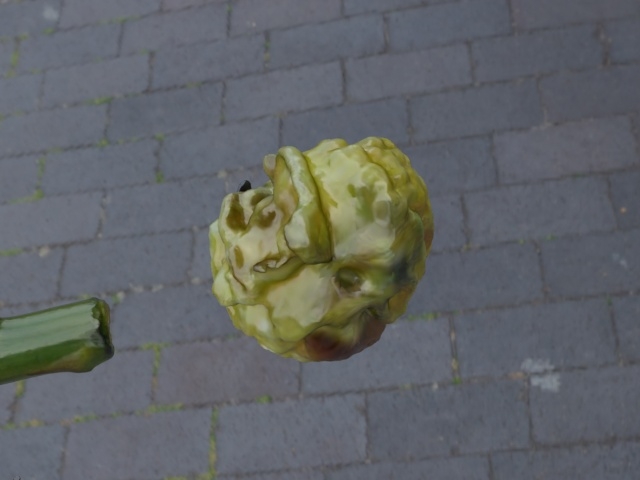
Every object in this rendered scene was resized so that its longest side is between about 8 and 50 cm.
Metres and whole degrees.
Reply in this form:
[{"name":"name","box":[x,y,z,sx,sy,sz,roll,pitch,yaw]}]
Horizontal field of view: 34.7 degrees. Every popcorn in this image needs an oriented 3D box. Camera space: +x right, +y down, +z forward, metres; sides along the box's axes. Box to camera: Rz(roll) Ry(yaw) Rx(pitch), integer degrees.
[{"name":"popcorn","box":[-0.001,0.003,0.910,0.169,0.189,0.218,43,112,48]}]

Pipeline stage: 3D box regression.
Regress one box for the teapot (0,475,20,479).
[{"name":"teapot","box":[-0.356,0.284,1.077,0.100,0.045,0.068,-35,42,-21]}]

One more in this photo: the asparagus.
[{"name":"asparagus","box":[-0.322,0.110,0.918,0.278,0.067,0.060,-15,48,-13]}]
